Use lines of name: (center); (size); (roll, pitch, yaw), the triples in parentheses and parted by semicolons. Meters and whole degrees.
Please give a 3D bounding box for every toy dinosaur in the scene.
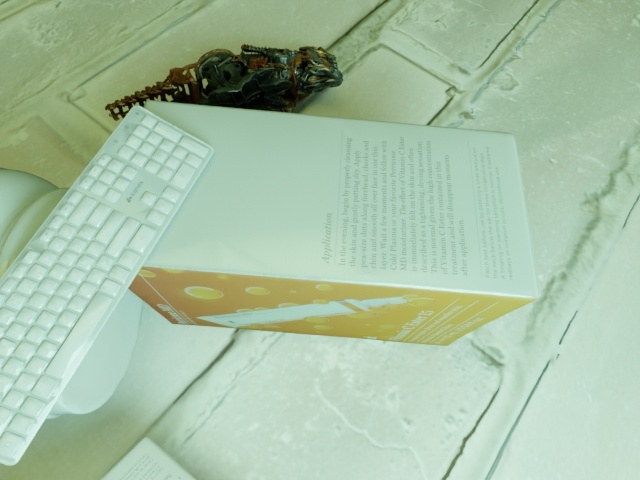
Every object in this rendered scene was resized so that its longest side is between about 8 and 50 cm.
toy dinosaur: (-0.121, -0.204, 0.591); (0.322, 0.164, 0.218); (-26, 53, 4)

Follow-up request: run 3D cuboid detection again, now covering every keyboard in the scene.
keyboard: (-0.168, 0.014, 0.290); (0.072, 0.014, 0.255); (27, 68, -5)

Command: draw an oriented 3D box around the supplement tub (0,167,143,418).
supplement tub: (-0.368, 0.052, 0.373); (0.332, 0.241, 0.240); (1, 65, -4)

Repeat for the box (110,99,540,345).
box: (0.000, 0.000, 0.437); (0.346, 0.215, 0.168); (5, 66, -1)

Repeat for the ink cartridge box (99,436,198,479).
ink cartridge box: (-0.124, 0.301, 0.322); (0.218, 0.092, 0.159); (33, 35, 13)
